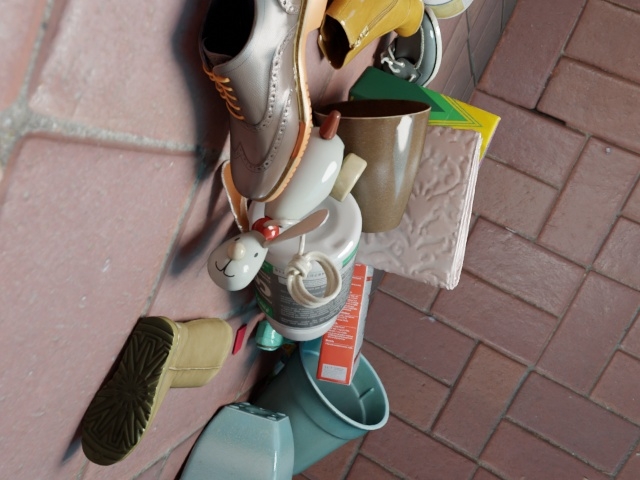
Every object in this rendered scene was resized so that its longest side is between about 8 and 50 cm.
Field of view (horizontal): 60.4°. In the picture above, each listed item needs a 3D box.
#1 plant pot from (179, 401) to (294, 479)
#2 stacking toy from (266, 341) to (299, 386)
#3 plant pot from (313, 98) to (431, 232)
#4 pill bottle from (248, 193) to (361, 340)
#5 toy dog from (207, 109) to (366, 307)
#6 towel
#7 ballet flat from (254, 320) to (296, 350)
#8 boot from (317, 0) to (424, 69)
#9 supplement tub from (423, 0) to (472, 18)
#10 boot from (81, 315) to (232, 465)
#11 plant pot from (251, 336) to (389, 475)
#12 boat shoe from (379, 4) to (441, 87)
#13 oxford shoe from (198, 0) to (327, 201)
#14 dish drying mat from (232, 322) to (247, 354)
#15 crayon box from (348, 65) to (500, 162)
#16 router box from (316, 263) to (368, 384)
[{"bbox_3d":[-0.192,0.560,1.414,0.248,0.247,0.252,51,54,-75],"label":"plant pot"},{"bbox_3d":[-0.093,0.358,1.772,0.167,0.052,0.221,-28,151,-52],"label":"stacking toy"},{"bbox_3d":[0.100,-0.140,1.057,0.215,0.215,0.231,-42,134,-56],"label":"plant pot"},{"bbox_3d":[-0.035,0.053,1.092,0.204,0.204,0.361,-55,164,-29],"label":"pill bottle"},{"bbox_3d":[-0.041,-0.079,0.849,0.161,0.220,0.334,112,-9,-60],"label":"toy dog"},{"bbox_3d":[0.156,-0.089,1.156,0.053,0.331,0.317,-5,107,-55],"label":"towel"},{"bbox_3d":[-0.106,0.233,1.444,0.247,0.083,0.087,30,73,-78],"label":"ballet flat"},{"bbox_3d":[0.084,-0.385,0.972,0.211,0.104,0.295,-56,164,-3],"label":"boot"},{"bbox_3d":[0.256,-0.552,1.157,0.144,0.144,0.199,-67,166,16],"label":"supplement tub"},{"bbox_3d":[-0.246,0.234,0.905,0.236,0.089,0.269,-61,168,-6],"label":"boot"},{"bbox_3d":[-0.031,0.500,1.638,0.334,0.341,0.341,-47,172,21],"label":"plant pot"},{"bbox_3d":[0.183,-0.385,1.224,0.099,0.116,0.319,-19,166,-10],"label":"boat shoe"},{"bbox_3d":[-0.090,-0.196,0.658,0.132,0.130,0.364,-26,138,-39],"label":"oxford shoe"},{"bbox_3d":[-0.187,0.229,1.274,0.032,0.008,0.083,-44,158,-52],"label":"dish drying mat"},{"bbox_3d":[0.213,-0.194,1.312,0.106,0.313,0.363,-56,164,-28],"label":"crayon box"},{"bbox_3d":[0.074,0.190,1.433,0.335,0.082,0.301,28,70,-81],"label":"router box"}]
